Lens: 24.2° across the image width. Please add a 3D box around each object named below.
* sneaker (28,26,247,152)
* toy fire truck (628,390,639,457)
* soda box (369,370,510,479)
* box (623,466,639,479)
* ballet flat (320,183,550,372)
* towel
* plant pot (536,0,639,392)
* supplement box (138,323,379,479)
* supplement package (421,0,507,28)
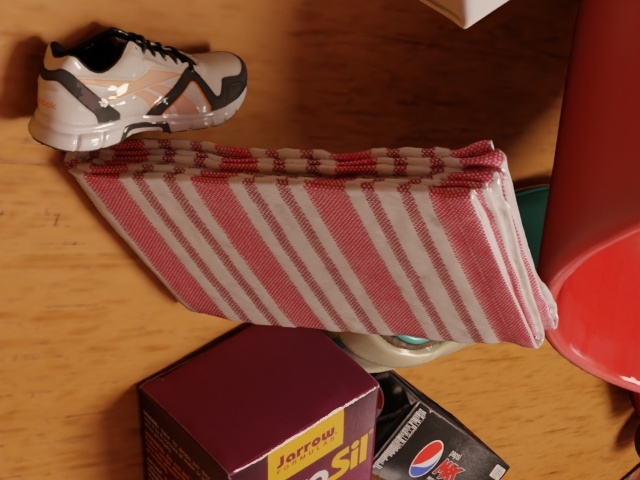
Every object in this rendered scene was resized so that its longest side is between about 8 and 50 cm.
[{"bbox_3d":[-0.072,-0.069,0.628,0.109,0.040,0.043,-20,127,-42],"label":"sneaker"},{"bbox_3d":[0.362,0.088,1.193,0.254,0.169,0.302,-23,143,3],"label":"toy fire truck"},{"bbox_3d":[0.059,0.126,0.944,0.053,0.060,0.169,-49,147,0],"label":"soda box"},{"bbox_3d":[0.327,0.318,1.371,0.123,0.128,0.257,-36,143,-20],"label":"box"},{"bbox_3d":[0.094,0.026,0.886,0.248,0.086,0.086,-15,133,-39],"label":"ballet flat"},{"bbox_3d":[0.000,0.000,0.667,0.144,0.197,0.029,60,40,-55],"label":"towel"},{"bbox_3d":[0.240,-0.074,0.742,0.275,0.243,0.275,2,154,1],"label":"plant pot"},{"bbox_3d":[-0.034,0.143,0.834,0.104,0.081,0.188,-28,140,-29],"label":"supplement box"},{"bbox_3d":[0.047,-0.253,0.464,0.177,0.175,0.293,-35,144,-22],"label":"supplement package"}]
